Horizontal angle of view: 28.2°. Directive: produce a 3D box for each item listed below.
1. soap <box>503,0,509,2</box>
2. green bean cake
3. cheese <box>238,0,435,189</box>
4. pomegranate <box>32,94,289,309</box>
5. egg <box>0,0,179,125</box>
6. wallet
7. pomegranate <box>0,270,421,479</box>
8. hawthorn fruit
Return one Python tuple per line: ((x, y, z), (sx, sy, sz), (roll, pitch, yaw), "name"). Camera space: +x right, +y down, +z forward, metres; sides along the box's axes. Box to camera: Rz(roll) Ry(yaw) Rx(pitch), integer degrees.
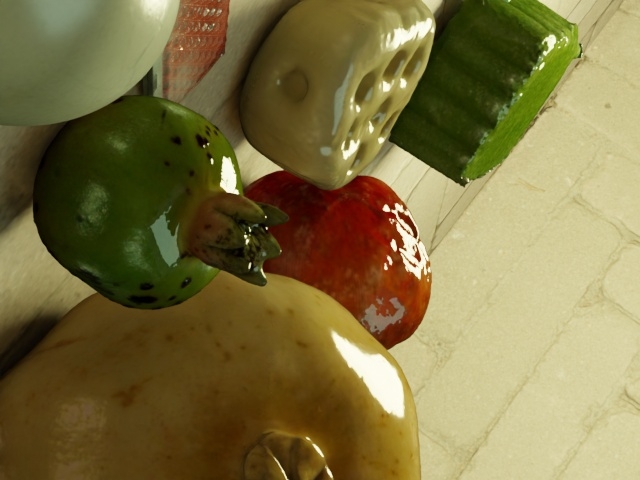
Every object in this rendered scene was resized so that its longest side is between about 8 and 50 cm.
((0.240, -0.398, 1.469), (0.217, 0.098, 0.273), (-57, 168, 10), "soap")
((0.225, -0.218, 1.751), (0.249, 0.156, 0.247), (-60, 166, 22), "green bean cake")
((0.017, -0.154, 1.222), (0.218, 0.117, 0.235), (-52, 166, -21), "cheese")
((-0.112, -0.021, 0.911), (0.159, 0.205, 0.159), (-24, 123, -43), "pomegranate")
((-0.141, -0.129, 0.600), (0.151, 0.151, 0.209), (-57, 173, 8), "egg")
((-0.099, -0.172, 0.958), (0.103, 0.020, 0.196), (-48, 166, -26), "wallet")
((-0.094, 0.211, 1.104), (0.411, 0.411, 0.411), (-52, 167, -16), "pomegranate")
((0.000, 0.000, 1.372), (0.242, 0.242, 0.271), (3, 83, -76), "hawthorn fruit")
